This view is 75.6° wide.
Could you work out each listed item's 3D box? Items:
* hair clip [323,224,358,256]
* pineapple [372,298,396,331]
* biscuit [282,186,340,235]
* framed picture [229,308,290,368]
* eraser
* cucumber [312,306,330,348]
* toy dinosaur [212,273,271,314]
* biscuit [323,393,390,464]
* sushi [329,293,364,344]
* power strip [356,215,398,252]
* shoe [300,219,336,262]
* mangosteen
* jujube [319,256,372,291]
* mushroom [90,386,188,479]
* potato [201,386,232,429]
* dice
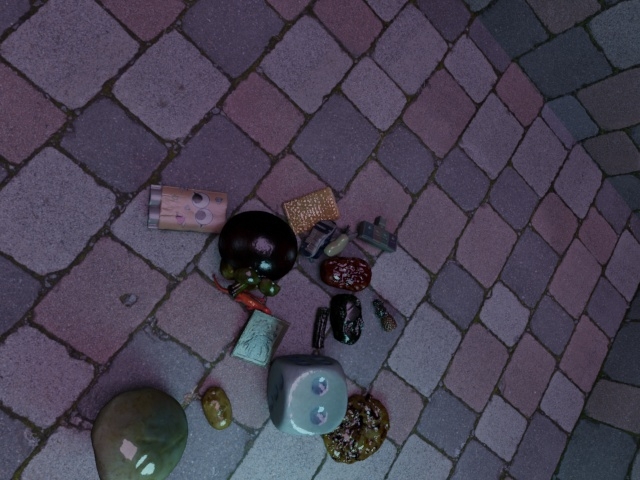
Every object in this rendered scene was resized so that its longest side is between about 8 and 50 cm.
[{"bbox_3d":[0.085,0.014,1.839,0.071,0.159,0.218,39,40,16],"label":"hair clip"},{"bbox_3d":[0.300,0.351,1.953,0.074,0.074,0.159,-30,91,-21],"label":"pineapple"},{"bbox_3d":[-0.039,-0.133,1.849,0.250,0.030,0.160,-23,98,-22],"label":"biscuit"},{"bbox_3d":[-0.248,0.410,1.710,0.173,0.010,0.231,25,97,-20],"label":"framed picture"},{"bbox_3d":[-0.518,-0.117,1.619,0.291,0.087,0.171,4,85,-23],"label":"eraser"},{"bbox_3d":[0.001,0.388,1.832,0.058,0.058,0.187,12,85,-22],"label":"cucumber"},{"bbox_3d":[-0.307,0.223,1.663,0.286,0.139,0.070,37,74,-17],"label":"toy dinosaur"},{"bbox_3d":[0.173,0.856,1.869,0.334,0.081,0.289,-16,95,-24],"label":"biscuit"},{"bbox_3d":[0.117,0.349,1.842,0.124,0.127,0.225,-2,90,-23],"label":"sushi"},{"bbox_3d":[0.276,-0.040,1.961,0.216,0.061,0.145,24,67,-28],"label":"power strip"},{"bbox_3d":[0.000,0.000,1.831,0.207,0.091,0.106,-55,147,-8],"label":"shoe"},{"bbox_3d":[-0.241,0.041,1.605,0.330,0.330,0.330,1,87,-23],"label":"mangosteen"},{"bbox_3d":[0.112,0.148,1.838,0.230,0.155,0.155,6,85,-21],"label":"jujube"},{"bbox_3d":[-0.630,0.690,1.437,0.352,0.260,0.352,47,33,-44],"label":"mushroom"},{"bbox_3d":[-0.408,0.665,1.635,0.107,0.080,0.170,-14,95,-10],"label":"potato"},{"bbox_3d":[-0.058,0.615,1.680,0.265,0.268,0.262,5,86,-22],"label":"dice"}]
